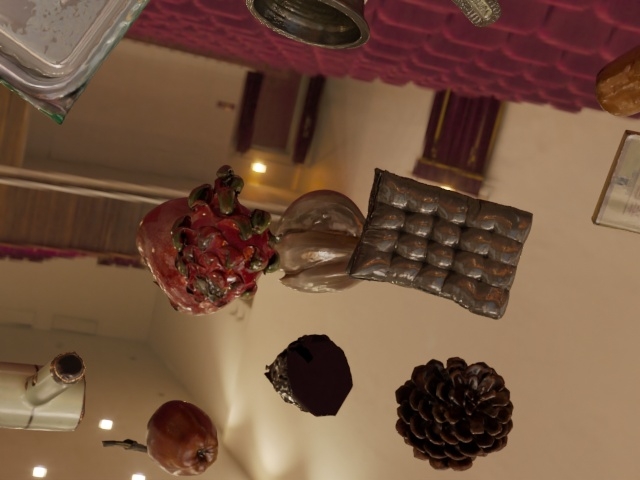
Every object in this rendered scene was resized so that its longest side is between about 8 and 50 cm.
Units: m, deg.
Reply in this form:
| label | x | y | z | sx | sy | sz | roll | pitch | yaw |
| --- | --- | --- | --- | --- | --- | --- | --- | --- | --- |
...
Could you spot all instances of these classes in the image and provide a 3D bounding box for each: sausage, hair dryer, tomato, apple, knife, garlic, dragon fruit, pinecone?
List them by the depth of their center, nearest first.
| label | x | y | z | sx | sy | sz | roll | pitch | yaw |
| --- | --- | --- | --- | --- | --- | --- | --- | --- | --- |
| sausage | 0.510 | -0.251 | 1.258 | 0.109 | 0.108 | 0.270 | 11 | 176 | -13 |
| hair dryer | -0.515 | 0.268 | 1.617 | 0.203 | 0.128 | 0.362 | 12 | 154 | -29 |
| dragon fruit | -0.195 | -0.009 | 1.669 | 0.198 | 0.218 | 0.272 | -10 | -113 | -57 |
| pinecone | 0.278 | 0.337 | 1.758 | 0.246 | 0.246 | 0.292 | 13 | 155 | -3 |
| tomato | -0.268 | 0.030 | 1.896 | 0.227 | 0.270 | 0.270 | -32 | -155 | -12 |
| apple | -0.307 | 0.441 | 1.924 | 0.147 | 0.156 | 0.158 | 38 | 164 | -36 |
| knife | -0.431 | 0.481 | 2.029 | 0.222 | 0.046 | 0.021 | 21 | -139 | -49 |
| garlic | 0.000 | 0.001 | 2.316 | 0.325 | 0.278 | 0.132 | 2 | 172 | 11 |

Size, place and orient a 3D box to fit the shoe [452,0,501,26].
| label | x | y | z | sx | sy | sz | roll | pitch | yaw |
| --- | --- | --- | --- | --- | --- | --- | --- | --- | --- |
| shoe | 0.341 | -0.654 | 2.115 | 0.293 | 0.109 | 0.149 | 39 | -152 | -48 |

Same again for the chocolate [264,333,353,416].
| label | x | y | z | sx | sy | sz | roll | pitch | yaw |
| --- | --- | --- | --- | --- | --- | --- | --- | --- | --- |
| chocolate | -0.038 | 0.251 | 1.605 | 0.156 | 0.156 | 0.133 | 6 | 163 | -35 |

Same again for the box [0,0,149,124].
| label | x | y | z | sx | sy | sz | roll | pitch | yaw |
| --- | --- | --- | --- | --- | --- | --- | --- | --- | --- |
| box | -0.349 | -0.354 | 1.161 | 0.264 | 0.336 | 0.106 | 36 | -179 | -35 |

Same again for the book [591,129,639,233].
| label | x | y | z | sx | sy | sz | roll | pitch | yaw |
| --- | --- | --- | --- | --- | --- | --- | --- | --- | --- |
| book | 0.563 | -0.077 | 1.365 | 0.231 | 0.161 | 0.026 | 11 | -156 | -5 |

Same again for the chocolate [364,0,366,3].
| label | x | y | z | sx | sy | sz | roll | pitch | yaw |
| --- | --- | --- | --- | --- | --- | --- | --- | --- | --- |
| chocolate | 0.028 | -0.526 | 1.810 | 0.221 | 0.221 | 0.147 | 5 | 177 | -38 |

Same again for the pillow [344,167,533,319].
| label | x | y | z | sx | sy | sz | roll | pitch | yaw |
| --- | --- | --- | --- | --- | --- | --- | --- | --- | --- |
| pillow | 0.230 | 0.009 | 1.707 | 0.326 | 0.228 | 0.101 | 17 | 179 | 1 |

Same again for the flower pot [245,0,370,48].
| label | x | y | z | sx | sy | sz | roll | pitch | yaw |
| --- | --- | --- | --- | --- | --- | --- | --- | --- | --- |
| flower pot | -0.007 | -0.463 | 1.568 | 0.235 | 0.148 | 0.235 | 14 | 171 | 2 |
